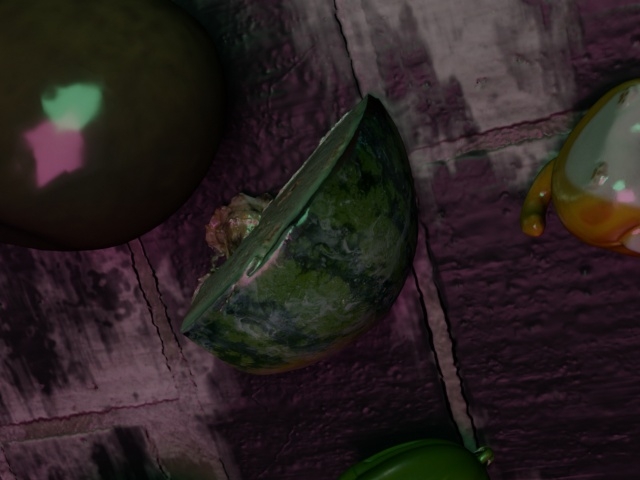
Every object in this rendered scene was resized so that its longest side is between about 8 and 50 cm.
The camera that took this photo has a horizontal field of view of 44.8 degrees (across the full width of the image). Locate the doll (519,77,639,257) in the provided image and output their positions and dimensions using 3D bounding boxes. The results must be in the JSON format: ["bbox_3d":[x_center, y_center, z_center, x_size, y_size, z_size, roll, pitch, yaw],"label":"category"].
[{"bbox_3d":[0.345,-0.035,0.720,0.269,0.162,0.167,25,83,8],"label":"doll"}]

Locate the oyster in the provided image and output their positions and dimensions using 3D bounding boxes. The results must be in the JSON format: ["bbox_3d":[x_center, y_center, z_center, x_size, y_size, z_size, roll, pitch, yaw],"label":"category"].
[{"bbox_3d":[-0.057,0.017,0.887,0.165,0.053,0.108,42,106,0],"label":"oyster"}]

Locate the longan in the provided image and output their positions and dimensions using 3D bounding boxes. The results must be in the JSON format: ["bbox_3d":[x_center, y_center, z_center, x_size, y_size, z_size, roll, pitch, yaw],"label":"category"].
[{"bbox_3d":[-0.253,-0.117,0.764,0.350,0.288,0.289,-10,109,25],"label":"longan"}]

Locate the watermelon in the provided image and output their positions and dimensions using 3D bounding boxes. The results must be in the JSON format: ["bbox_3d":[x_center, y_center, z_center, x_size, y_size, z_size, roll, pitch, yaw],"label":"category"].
[{"bbox_3d":[0.000,0.000,0.793,0.305,0.224,0.180,-50,59,3],"label":"watermelon"}]

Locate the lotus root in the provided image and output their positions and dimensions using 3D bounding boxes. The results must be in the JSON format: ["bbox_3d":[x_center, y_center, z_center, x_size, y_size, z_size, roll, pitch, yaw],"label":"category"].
[{"bbox_3d":[0.137,0.299,0.908,0.186,0.186,0.186,4,112,11],"label":"lotus root"}]
